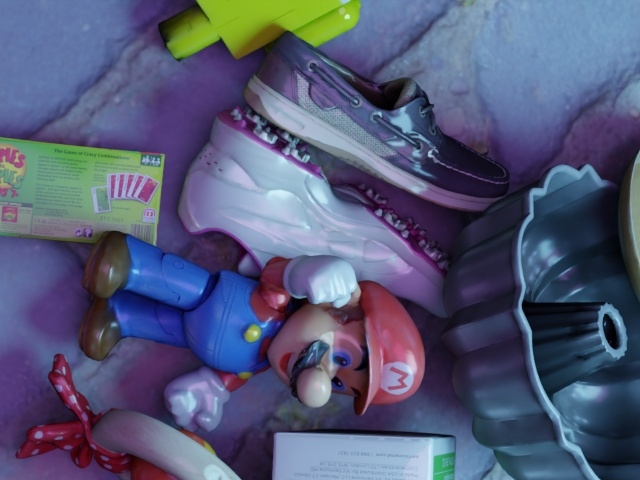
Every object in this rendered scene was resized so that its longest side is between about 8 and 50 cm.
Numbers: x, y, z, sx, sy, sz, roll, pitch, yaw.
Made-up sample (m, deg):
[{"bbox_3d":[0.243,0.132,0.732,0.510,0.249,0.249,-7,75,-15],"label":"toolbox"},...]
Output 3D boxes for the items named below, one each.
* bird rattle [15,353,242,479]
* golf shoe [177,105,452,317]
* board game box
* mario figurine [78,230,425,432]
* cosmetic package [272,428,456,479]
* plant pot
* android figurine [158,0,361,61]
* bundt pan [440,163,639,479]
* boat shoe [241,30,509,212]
[{"bbox_3d":[-0.148,0.202,1.798,0.253,0.207,0.143,51,61,-19],"label":"bird rattle"},{"bbox_3d":[0.000,0.000,1.885,0.306,0.115,0.140,34,100,-11],"label":"golf shoe"},{"bbox_3d":[-0.243,-0.045,1.842,0.181,0.043,0.092,5,89,-15],"label":"board game box"},{"bbox_3d":[-0.064,0.093,1.782,0.320,0.198,0.170,12,78,4],"label":"mario figurine"},{"bbox_3d":[0.035,0.360,1.812,0.155,0.197,0.365,1,87,11],"label":"cosmetic package"},{"bbox_3d":[0.356,0.012,1.943,0.236,0.032,0.236,26,56,-46],"label":"plant pot"},{"bbox_3d":[-0.047,-0.279,1.823,0.273,0.056,0.248,-29,125,10],"label":"android figurine"},{"bbox_3d":[0.228,0.100,1.864,0.331,0.124,0.331,27,55,-45],"label":"bundt pan"},{"bbox_3d":[0.067,-0.113,1.878,0.285,0.103,0.092,23,109,-15],"label":"boat shoe"}]
